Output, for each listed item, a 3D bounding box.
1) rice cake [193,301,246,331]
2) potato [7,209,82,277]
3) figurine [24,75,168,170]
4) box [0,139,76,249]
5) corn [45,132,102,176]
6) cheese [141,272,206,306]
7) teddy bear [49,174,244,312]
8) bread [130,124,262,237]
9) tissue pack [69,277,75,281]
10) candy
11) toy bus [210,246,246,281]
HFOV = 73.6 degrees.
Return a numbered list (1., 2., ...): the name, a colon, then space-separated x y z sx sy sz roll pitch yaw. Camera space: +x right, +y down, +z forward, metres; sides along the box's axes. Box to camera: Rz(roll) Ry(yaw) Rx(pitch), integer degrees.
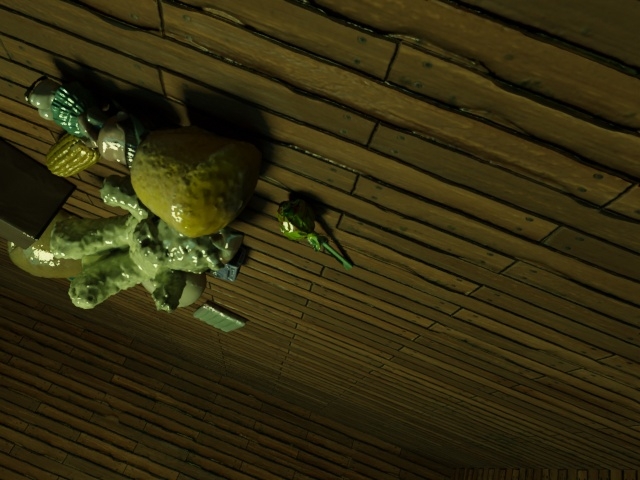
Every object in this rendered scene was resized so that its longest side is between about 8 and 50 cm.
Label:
1. rice cake: -0.401 0.304 1.688 0.189 0.037 0.198 28 150 -11
2. potato: -0.812 0.026 1.347 0.264 0.189 0.211 23 151 -2
3. figurine: -0.383 -0.202 0.769 0.245 0.110 0.138 27 160 -2
4. box: -0.815 -0.125 1.106 0.252 0.188 0.153 37 148 -28
5. corn: -0.520 -0.188 0.909 0.238 0.080 0.080 -5 141 43
6. cheese: -0.426 0.107 1.255 0.189 0.154 0.198 39 156 11
7. teddy bear: -0.388 0.010 0.926 0.362 0.375 0.327 3 111 67
8. bread: -0.205 -0.107 0.732 0.170 0.197 0.197 31 152 10
9. tissue pack: -0.990 0.146 1.778 0.079 0.085 0.111 -2 144 38
10. candy: -0.002 0.002 0.896 0.073 0.077 0.262 -16 143 27
11. toy bus: -0.239 0.049 1.119 0.076 0.073 0.167 22 154 -6
